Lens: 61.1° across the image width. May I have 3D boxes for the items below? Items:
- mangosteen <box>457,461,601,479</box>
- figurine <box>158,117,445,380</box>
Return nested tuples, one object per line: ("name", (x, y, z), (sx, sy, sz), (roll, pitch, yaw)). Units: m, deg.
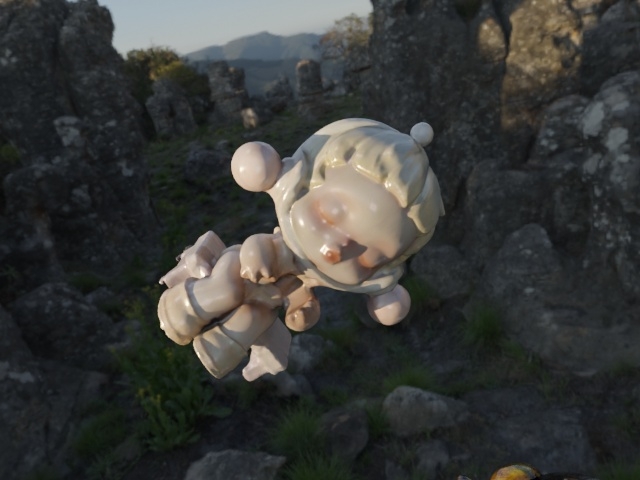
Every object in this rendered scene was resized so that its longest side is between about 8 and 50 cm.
("mangosteen", (0.236, 0.320, 0.572), (0.192, 0.192, 0.217), (-24, 36, -25))
("figurine", (0.003, 0.002, 0.454), (0.257, 0.182, 0.144), (-35, -4, 8))
